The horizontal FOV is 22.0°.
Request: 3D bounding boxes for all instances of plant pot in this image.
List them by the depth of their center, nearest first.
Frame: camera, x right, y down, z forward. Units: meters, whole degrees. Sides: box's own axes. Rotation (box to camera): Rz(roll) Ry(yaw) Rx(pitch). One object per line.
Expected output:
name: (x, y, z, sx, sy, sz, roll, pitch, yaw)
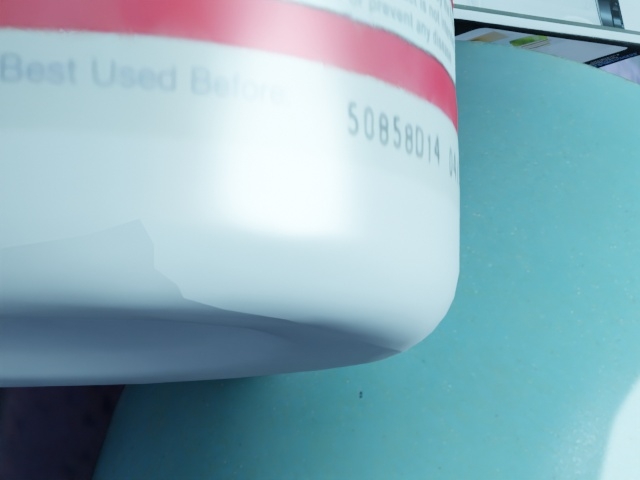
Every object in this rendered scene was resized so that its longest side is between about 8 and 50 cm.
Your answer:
plant pot: (0.046, 0.113, 0.616, 0.293, 0.293, 0.235, 52, 52, -29)

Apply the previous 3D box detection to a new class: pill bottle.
pill bottle: (-0.079, -0.170, 0.468, 0.229, 0.229, 0.408, 12, 74, -52)

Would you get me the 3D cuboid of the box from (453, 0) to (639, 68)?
box: (0.084, -0.186, 0.939, 0.290, 0.087, 0.169, -2, 79, -55)
